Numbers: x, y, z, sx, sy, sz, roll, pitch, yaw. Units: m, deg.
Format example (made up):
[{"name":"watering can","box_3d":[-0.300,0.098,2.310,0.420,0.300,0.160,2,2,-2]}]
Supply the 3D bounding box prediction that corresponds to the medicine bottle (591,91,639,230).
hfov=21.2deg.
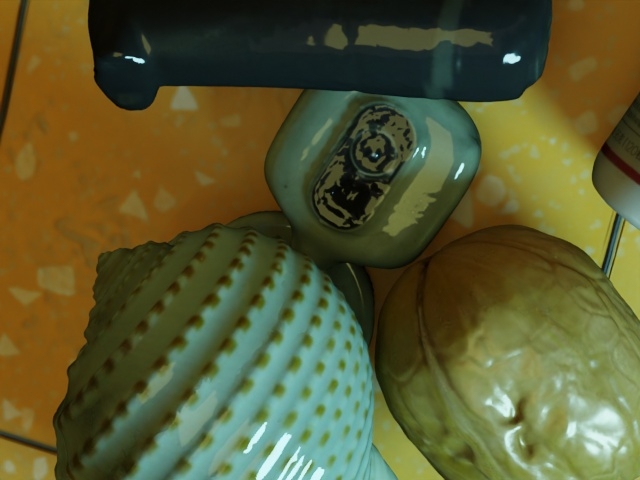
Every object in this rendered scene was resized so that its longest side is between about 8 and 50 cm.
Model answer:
[{"name":"medicine bottle","box_3d":[0.305,-0.109,1.194,0.131,0.131,0.250,34,105,5]}]

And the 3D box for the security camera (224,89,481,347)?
[{"name":"security camera","box_3d":[0.000,0.000,1.313,0.157,0.080,0.301,34,108,4]}]

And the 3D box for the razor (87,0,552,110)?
[{"name":"razor","box_3d":[0.002,-0.191,1.230,0.349,0.113,0.204,1,60,13]}]

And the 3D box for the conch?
[{"name":"conch","box_3d":[-0.082,0.157,1.238,0.303,0.215,0.319,-34,74,53]}]

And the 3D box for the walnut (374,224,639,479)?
[{"name":"walnut","box_3d":[0.146,0.097,1.244,0.226,0.193,0.193,45,106,-4]}]
